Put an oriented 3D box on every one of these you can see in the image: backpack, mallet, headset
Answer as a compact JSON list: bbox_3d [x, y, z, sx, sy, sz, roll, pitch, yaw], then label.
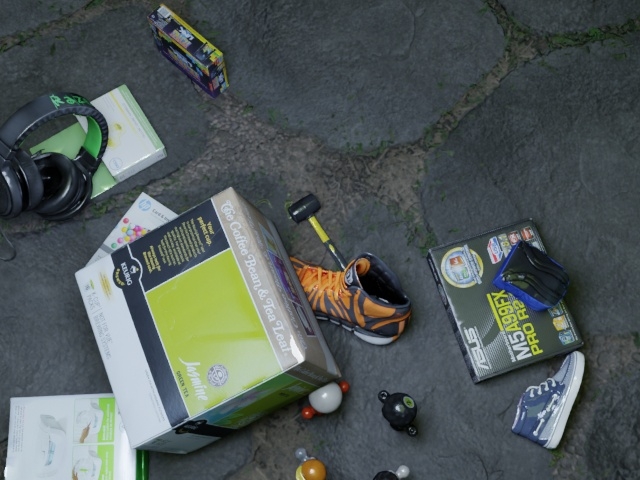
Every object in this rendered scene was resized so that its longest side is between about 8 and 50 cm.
[{"bbox_3d":[0.390,0.070,1.617,0.120,0.101,0.098,31,77,5],"label":"backpack"},{"bbox_3d":[0.000,0.000,1.738,0.062,0.039,0.189,-25,79,-7],"label":"mallet"},{"bbox_3d":[-0.568,-0.120,1.670,0.185,0.243,0.394,40,107,20],"label":"headset"}]

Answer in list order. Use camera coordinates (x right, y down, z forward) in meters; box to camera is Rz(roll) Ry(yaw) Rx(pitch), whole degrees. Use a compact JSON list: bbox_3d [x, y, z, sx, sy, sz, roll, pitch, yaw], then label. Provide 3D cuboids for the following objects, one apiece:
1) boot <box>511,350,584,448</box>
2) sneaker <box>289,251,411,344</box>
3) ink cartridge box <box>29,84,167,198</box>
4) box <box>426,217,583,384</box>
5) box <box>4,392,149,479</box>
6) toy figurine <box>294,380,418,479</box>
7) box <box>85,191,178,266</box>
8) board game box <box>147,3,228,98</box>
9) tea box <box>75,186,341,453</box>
[{"bbox_3d":[0.423,0.284,1.630,0.086,0.069,0.190,22,76,3],"label":"boot"},{"bbox_3d":[0.022,0.072,1.628,0.321,0.180,0.124,18,58,2],"label":"sneaker"},{"bbox_3d":[-0.456,-0.188,1.785,0.235,0.056,0.171,-31,76,-11],"label":"ink cartridge box"},{"bbox_3d":[0.351,0.114,1.688,0.216,0.060,0.270,-17,74,-5],"label":"box"},{"bbox_3d":[-0.430,0.410,1.562,0.231,0.127,0.262,-4,73,0],"label":"box"},{"bbox_3d":[0.063,0.360,1.567,0.213,0.148,0.209,12,73,3],"label":"toy figurine"},{"bbox_3d":[-0.346,0.020,1.729,0.145,0.038,0.186,33,75,9],"label":"box"},{"bbox_3d":[-0.270,-0.385,1.798,0.170,0.141,0.048,41,76,11],"label":"board game box"},{"bbox_3d":[-0.191,0.145,1.504,0.323,0.220,0.329,-27,68,9],"label":"tea box"}]
